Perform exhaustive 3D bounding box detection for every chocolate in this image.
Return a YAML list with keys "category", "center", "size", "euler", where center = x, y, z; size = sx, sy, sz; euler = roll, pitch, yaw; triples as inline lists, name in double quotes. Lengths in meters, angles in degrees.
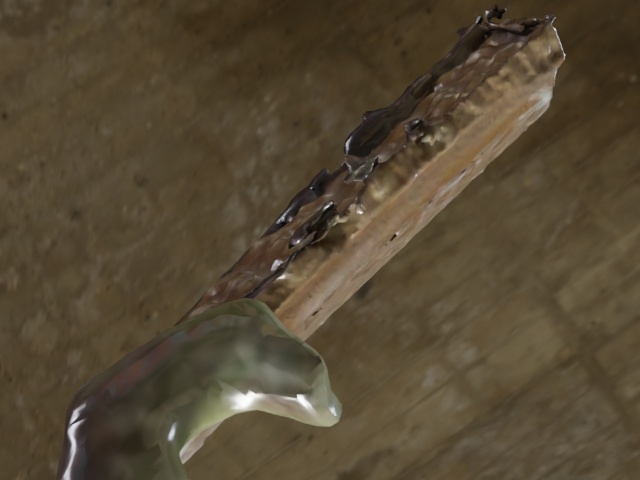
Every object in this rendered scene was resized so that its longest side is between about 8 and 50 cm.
- category: "chocolate"
  center: [0.003, 0.004, 0.903]
  size: [0.329, 0.102, 0.065]
  euler: [-45, -82, -9]

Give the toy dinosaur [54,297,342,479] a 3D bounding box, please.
- category: "toy dinosaur"
  center: [-0.017, 0.116, 0.241]
  size: [0.162, 0.077, 0.294]
  euler: [-35, -127, -9]
